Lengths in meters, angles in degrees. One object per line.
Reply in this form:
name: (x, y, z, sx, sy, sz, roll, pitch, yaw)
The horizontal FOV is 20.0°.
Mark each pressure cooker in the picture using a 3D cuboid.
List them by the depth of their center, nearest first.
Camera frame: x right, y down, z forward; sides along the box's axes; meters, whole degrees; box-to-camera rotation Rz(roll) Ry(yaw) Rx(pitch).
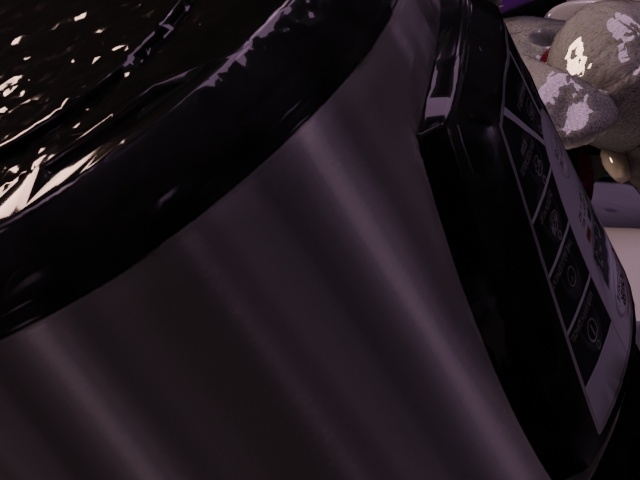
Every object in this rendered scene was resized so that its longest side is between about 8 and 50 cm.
pressure cooker: (-0.034, 0.066, 0.930, 0.370, 0.420, 0.375, -41, 27, -19)

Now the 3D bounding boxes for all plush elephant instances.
plush elephant: (0.219, -0.099, 1.406, 0.272, 0.330, 0.255, -32, 22, -14)

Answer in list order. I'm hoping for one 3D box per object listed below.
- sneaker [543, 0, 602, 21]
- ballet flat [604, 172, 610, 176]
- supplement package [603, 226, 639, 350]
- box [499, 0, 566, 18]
sneaker: (0.353, -0.157, 1.776, 0.295, 0.105, 0.147, 20, 8, 3)
ballet flat: (0.371, -0.106, 1.981, 0.206, 0.067, 0.073, -2, 20, -13)
supplement package: (0.166, 0.086, 1.273, 0.203, 0.149, 0.194, 2, 19, -2)
box: (0.099, -0.187, 1.745, 0.184, 0.103, 0.261, 10, 23, 31)
